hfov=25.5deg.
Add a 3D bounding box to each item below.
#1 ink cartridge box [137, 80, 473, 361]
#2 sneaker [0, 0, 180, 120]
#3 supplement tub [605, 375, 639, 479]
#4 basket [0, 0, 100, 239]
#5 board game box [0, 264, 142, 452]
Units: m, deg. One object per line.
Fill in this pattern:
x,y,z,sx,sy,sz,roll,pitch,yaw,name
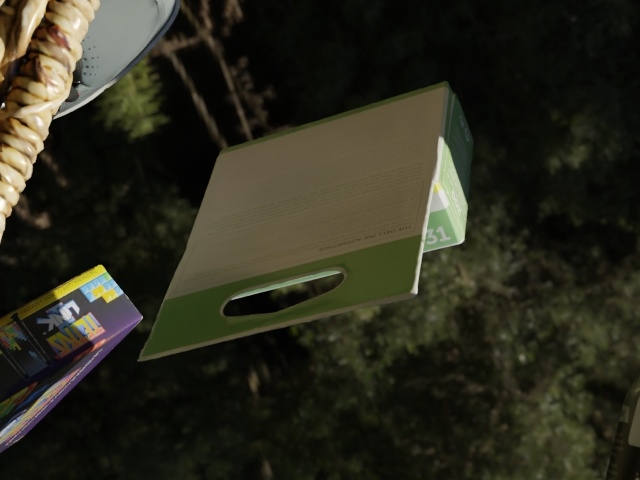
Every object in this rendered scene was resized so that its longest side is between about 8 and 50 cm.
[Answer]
0.000,0.000,0.856,0.171,0.235,0.056,-15,122,19,ink cartridge box
-0.212,-0.067,0.857,0.296,0.178,0.124,-29,128,14,sneaker
0.189,0.137,0.665,0.117,0.190,0.117,14,175,1,supplement tub
-0.193,-0.127,0.622,0.223,0.299,0.213,20,166,-6,basket
-0.208,0.100,0.884,0.170,0.048,0.141,-43,173,36,board game box
